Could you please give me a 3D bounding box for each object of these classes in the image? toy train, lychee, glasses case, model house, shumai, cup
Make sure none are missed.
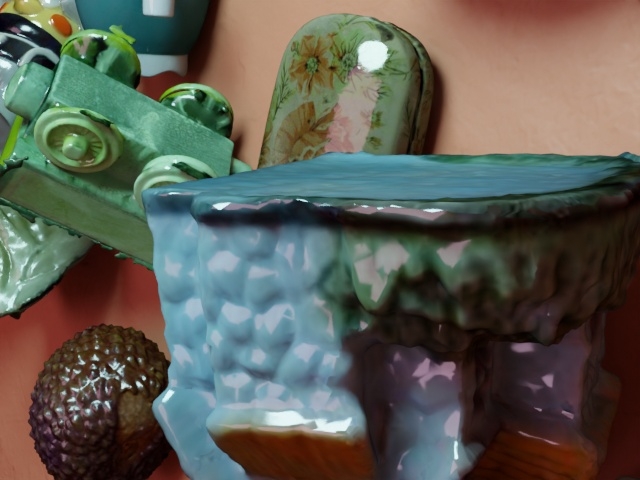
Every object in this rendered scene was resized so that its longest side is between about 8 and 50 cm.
[{"bbox_3d":[-0.214,-0.092,1.053,0.188,0.271,0.159,-42,32,41],"label":"toy train"},{"bbox_3d":[-0.251,0.187,1.134,0.188,0.188,0.188,-3,86,46],"label":"lychee"},{"bbox_3d":[0.000,0.000,0.939,0.156,0.098,0.426,20,103,38],"label":"glasses case"},{"bbox_3d":[0.069,0.115,0.677,0.297,0.360,0.339,4,100,21],"label":"model house"},{"bbox_3d":[-0.403,-0.057,1.266,0.288,0.292,0.330,22,82,37],"label":"shumai"},{"bbox_3d":[-0.205,-0.278,1.127,0.299,0.167,0.173,-137,50,-67],"label":"cup"}]

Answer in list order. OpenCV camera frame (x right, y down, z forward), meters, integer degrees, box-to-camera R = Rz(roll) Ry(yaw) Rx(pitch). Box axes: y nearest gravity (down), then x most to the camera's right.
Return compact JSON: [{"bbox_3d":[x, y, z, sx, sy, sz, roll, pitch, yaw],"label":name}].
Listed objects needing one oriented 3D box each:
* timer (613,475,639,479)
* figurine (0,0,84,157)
[{"bbox_3d":[0.194,0.318,0.623,0.285,0.285,0.285,-3,86,46],"label":"timer"},{"bbox_3d":[-0.366,-0.223,1.188,0.176,0.236,0.133,18,145,14],"label":"figurine"}]
